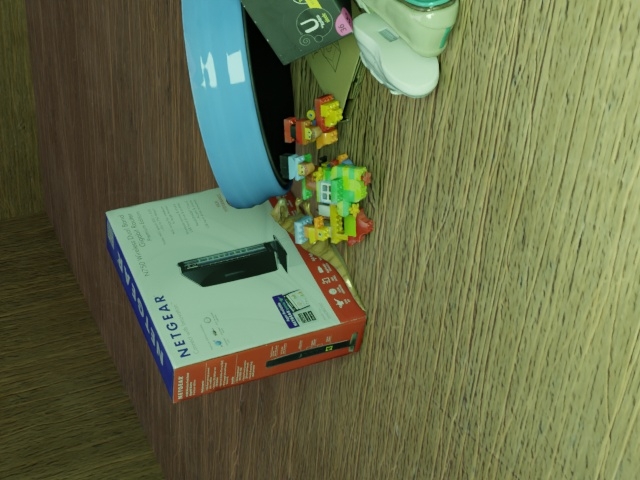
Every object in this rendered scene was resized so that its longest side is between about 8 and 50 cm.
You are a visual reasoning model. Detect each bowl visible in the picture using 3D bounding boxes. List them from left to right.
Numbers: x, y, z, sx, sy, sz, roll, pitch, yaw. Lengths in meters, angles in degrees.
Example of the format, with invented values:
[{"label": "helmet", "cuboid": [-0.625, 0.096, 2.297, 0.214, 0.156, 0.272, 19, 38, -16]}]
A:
[{"label": "bowl", "cuboid": [-0.102, -0.242, 1.557, 0.391, 0.077, 0.391, -7, -90, -82]}]

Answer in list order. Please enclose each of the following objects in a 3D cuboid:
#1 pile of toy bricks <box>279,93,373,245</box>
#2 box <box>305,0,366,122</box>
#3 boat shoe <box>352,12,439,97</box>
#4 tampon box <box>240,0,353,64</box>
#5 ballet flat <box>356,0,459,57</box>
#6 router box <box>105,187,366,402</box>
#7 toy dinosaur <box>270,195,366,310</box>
[{"label": "pile of toy bricks", "cuboid": [0.023, -0.081, 1.526, 0.105, 0.118, 0.212, 10, 115, 31]}, {"label": "box", "cuboid": [0.010, -0.287, 1.551, 0.164, 0.021, 0.201, 108, 143, -52]}, {"label": "boat shoe", "cuboid": [0.088, -0.210, 1.354, 0.184, 0.066, 0.063, 48, 159, 46]}, {"label": "tampon box", "cuboid": [-0.032, -0.323, 1.398, 0.120, 0.101, 0.161, 52, -157, -38]}, {"label": "ballet flat", "cuboid": [0.078, -0.286, 1.316, 0.248, 0.086, 0.086, -127, 32, -46]}, {"label": "router box", "cuboid": [-0.136, 0.063, 1.728, 0.082, 0.301, 0.335, 99, 149, -44]}, {"label": "toy dinosaur", "cuboid": [0.000, 0.000, 1.657, 0.211, 0.112, 0.064, 42, 148, -27]}]
